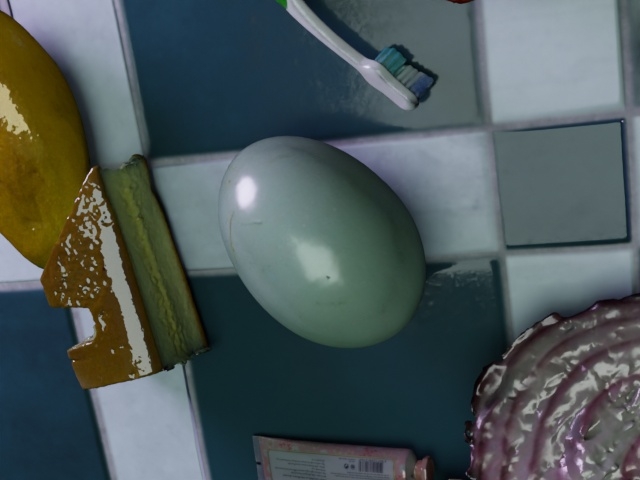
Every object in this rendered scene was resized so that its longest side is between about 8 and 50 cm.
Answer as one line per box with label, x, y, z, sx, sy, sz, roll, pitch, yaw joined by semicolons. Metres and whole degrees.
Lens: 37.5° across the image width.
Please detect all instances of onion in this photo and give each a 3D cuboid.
onion;0.299;0.191;0.896;0.314;0.146;0.280;-43;69;8

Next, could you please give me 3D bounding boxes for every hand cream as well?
hand cream;0.022;0.252;1.049;0.210;0.043;0.067;-2;103;23

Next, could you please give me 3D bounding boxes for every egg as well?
egg;0.000;0.000;0.906;0.168;0.168;0.231;-43;86;23

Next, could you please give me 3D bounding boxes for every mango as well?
mango;-0.340;-0.116;1.004;0.177;0.119;0.316;-20;103;15

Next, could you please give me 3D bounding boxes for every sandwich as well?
sandwich;-0.218;0.035;1.013;0.128;0.122;0.235;-13;100;16

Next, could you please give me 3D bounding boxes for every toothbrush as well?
toothbrush;-0.062;-0.268;0.913;0.418;0.042;0.040;39;74;2

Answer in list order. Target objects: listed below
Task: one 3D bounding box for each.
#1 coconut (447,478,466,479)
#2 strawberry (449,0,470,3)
coconut;0.177;0.320;0.960;0.153;0.147;0.147;2;107;21
strawberry;0.130;-0.309;0.748;0.257;0.257;0.277;39;148;3
